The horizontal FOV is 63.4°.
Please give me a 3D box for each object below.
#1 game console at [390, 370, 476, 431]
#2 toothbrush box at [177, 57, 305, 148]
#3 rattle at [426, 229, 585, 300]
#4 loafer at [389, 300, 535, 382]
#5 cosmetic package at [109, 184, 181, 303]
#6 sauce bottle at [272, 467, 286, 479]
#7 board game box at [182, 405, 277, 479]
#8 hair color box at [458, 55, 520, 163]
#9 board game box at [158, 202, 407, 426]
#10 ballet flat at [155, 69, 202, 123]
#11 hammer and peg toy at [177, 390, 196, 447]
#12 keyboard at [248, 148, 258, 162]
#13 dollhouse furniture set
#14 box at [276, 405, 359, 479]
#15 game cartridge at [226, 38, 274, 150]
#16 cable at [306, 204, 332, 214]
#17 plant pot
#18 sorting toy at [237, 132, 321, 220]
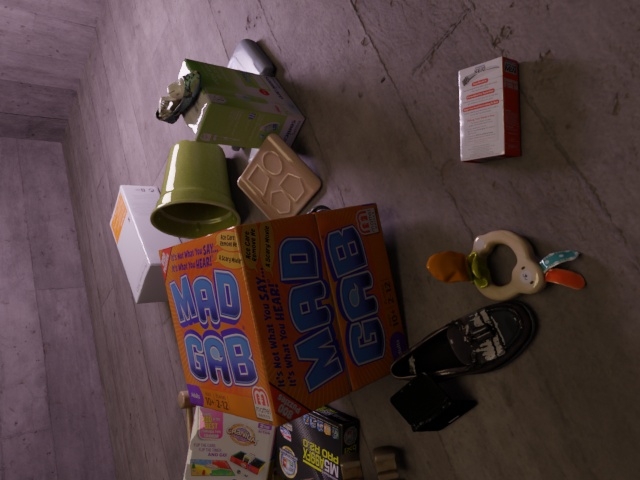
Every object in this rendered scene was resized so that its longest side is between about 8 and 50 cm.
[{"bbox_3d":[0.216,0.312,1.001,0.122,0.107,0.071,-54,38,38],"label":"game console"},{"bbox_3d":[-0.218,-0.355,1.381,0.122,0.283,0.206,-57,49,33],"label":"toothbrush box"},{"bbox_3d":[0.304,0.040,0.855,0.199,0.142,0.130,21,86,57],"label":"rattle"},{"bbox_3d":[0.250,0.203,0.953,0.302,0.095,0.109,-42,58,44],"label":"loafer"},{"bbox_3d":[-0.700,0.008,2.094,0.453,0.161,0.230,57,131,33],"label":"cosmetic package"},{"bbox_3d":[-0.112,0.709,1.461,0.042,0.042,0.128,-19,74,50],"label":"sauce bottle"},{"bbox_3d":[-0.253,0.631,1.444,0.242,0.064,0.317,9,86,9],"label":"board game box"},{"bbox_3d":[0.299,-0.227,0.919,0.093,0.053,0.167,-1,91,53],"label":"hair color box"},{"bbox_3d":[-0.084,0.142,1.128,0.356,0.356,0.357,-12,90,51],"label":"board game box"},{"bbox_3d":[-0.356,-0.350,1.276,0.188,0.070,0.070,-40,61,44],"label":"ballet flat"},{"bbox_3d":[-0.323,0.592,1.658,0.361,0.127,0.266,-7,87,51],"label":"hammer and peg toy"},{"bbox_3d":[-0.139,-0.222,1.505,0.256,0.014,0.072,36,113,45],"label":"keyboard"},{"bbox_3d":[0.068,0.578,1.133,0.161,0.242,0.212,80,179,-79],"label":"dollhouse furniture set"},{"bbox_3d":[-0.013,0.527,1.319,0.270,0.060,0.216,4,93,51],"label":"box"},{"bbox_3d":[-0.247,-0.453,1.604,0.198,0.062,0.297,53,130,31],"label":"game cartridge"},{"bbox_3d":[0.000,0.000,1.304,0.184,0.047,0.150,-51,53,38],"label":"cable"},{"bbox_3d":[-0.394,-0.172,1.656,0.276,0.276,0.254,-32,55,47],"label":"plant pot"},{"bbox_3d":[-0.112,-0.158,1.400,0.193,0.038,0.208,47,129,3],"label":"sorting toy"}]
